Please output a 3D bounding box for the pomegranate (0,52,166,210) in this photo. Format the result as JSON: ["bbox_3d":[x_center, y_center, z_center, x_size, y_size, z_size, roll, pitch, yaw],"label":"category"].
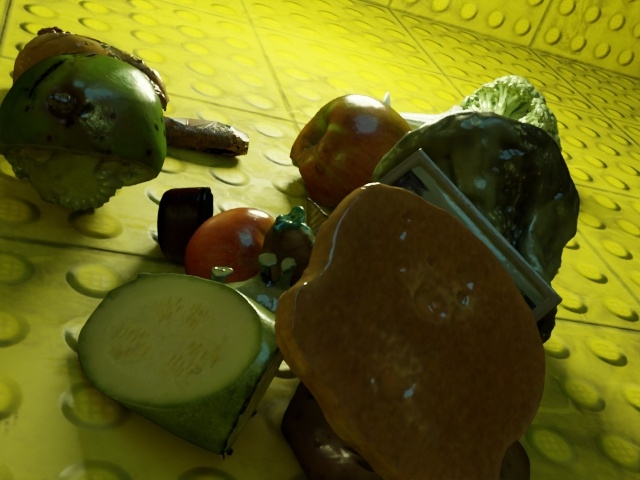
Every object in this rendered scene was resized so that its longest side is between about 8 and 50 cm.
[{"bbox_3d":[-0.375,-0.171,1.358,0.260,0.261,0.340,17,-1,-8],"label":"pomegranate"}]

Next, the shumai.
[{"bbox_3d":[0.266,0.016,1.379,0.397,0.324,0.324,45,33,-36],"label":"shumai"}]

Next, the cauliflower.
[{"bbox_3d":[0.476,-0.279,2.179,0.250,0.275,0.272,-36,90,-17],"label":"cauliflower"}]

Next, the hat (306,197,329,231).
[{"bbox_3d":[0.000,0.000,1.488,0.146,0.067,0.146,48,-4,4],"label":"hat"}]

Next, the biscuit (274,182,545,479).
[{"bbox_3d":[0.127,0.123,1.054,0.385,0.062,0.365,45,50,-15],"label":"biscuit"}]

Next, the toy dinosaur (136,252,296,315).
[{"bbox_3d":[-0.087,0.087,1.113,0.362,0.147,0.076,23,39,12],"label":"toy dinosaur"}]

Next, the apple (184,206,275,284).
[{"bbox_3d":[-0.121,0.032,1.249,0.139,0.164,0.163,-15,14,27],"label":"apple"}]

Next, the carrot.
[{"bbox_3d":[-0.254,-0.210,1.671,0.228,0.069,0.069,9,31,-19],"label":"carrot"}]

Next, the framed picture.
[{"bbox_3d":[0.161,0.043,1.235,0.232,0.024,0.315,-38,73,-8],"label":"framed picture"}]

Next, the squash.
[{"bbox_3d":[-0.179,0.123,1.014,0.260,0.189,0.189,30,29,8],"label":"squash"}]

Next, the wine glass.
[{"bbox_3d":[0.231,-0.263,2.004,0.196,0.165,0.165,18,28,8],"label":"wine glass"}]

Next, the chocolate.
[{"bbox_3d":[-0.220,-0.024,1.342,0.080,0.125,0.149,10,-7,-2],"label":"chocolate"}]

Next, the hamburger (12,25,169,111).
[{"bbox_3d":[-0.445,-0.307,1.603,0.245,0.282,0.155,60,36,-15],"label":"hamburger"}]

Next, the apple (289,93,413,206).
[{"bbox_3d":[0.074,-0.162,1.687,0.226,0.246,0.246,30,23,-25],"label":"apple"}]

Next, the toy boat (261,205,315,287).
[{"bbox_3d":[-0.003,0.088,1.199,0.099,0.293,0.108,-40,36,-18],"label":"toy boat"}]

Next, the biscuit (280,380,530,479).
[{"bbox_3d":[0.119,0.266,1.119,0.358,0.046,0.359,16,28,-9],"label":"biscuit"}]
